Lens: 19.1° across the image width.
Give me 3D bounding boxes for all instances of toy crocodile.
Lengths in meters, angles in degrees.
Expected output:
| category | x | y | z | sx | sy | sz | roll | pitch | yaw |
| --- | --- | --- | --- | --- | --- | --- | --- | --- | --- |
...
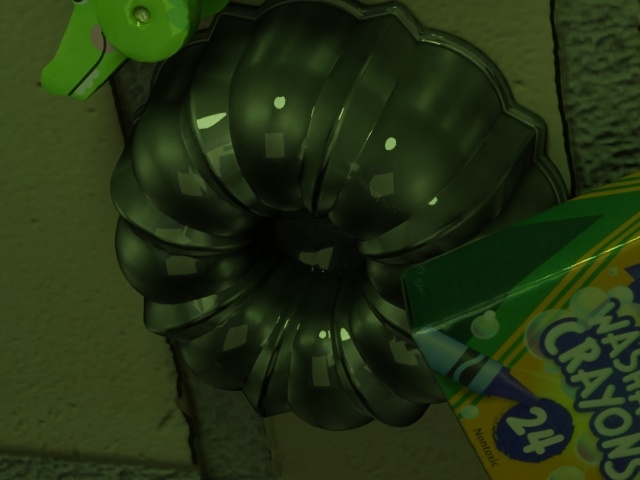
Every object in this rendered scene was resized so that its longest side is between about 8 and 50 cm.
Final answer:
| category | x | y | z | sx | sy | sz | roll | pitch | yaw |
| --- | --- | --- | --- | --- | --- | --- | --- | --- | --- |
| toy crocodile | -0.072 | -0.210 | 1.199 | 0.105 | 0.115 | 0.340 | 45 | 125 | -6 |

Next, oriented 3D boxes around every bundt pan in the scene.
| category | x | y | z | sx | sy | sz | roll | pitch | yaw |
| --- | --- | --- | --- | --- | --- | --- | --- | --- | --- |
| bundt pan | 0.000 | 0.000 | 1.311 | 0.331 | 0.124 | 0.331 | 10 | 126 | 14 |

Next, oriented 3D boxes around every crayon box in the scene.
| category | x | y | z | sx | sy | sz | roll | pitch | yaw |
| --- | --- | --- | --- | --- | --- | --- | --- | --- | --- |
| crayon box | 0.239 | 0.052 | 1.199 | 0.323 | 0.083 | 0.203 | -24 | 118 | 10 |
